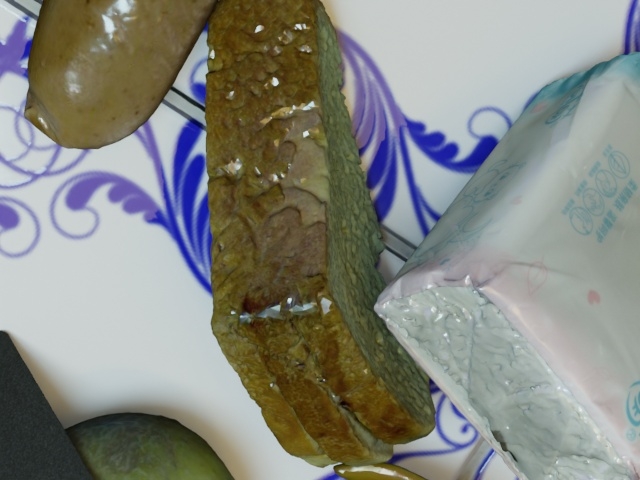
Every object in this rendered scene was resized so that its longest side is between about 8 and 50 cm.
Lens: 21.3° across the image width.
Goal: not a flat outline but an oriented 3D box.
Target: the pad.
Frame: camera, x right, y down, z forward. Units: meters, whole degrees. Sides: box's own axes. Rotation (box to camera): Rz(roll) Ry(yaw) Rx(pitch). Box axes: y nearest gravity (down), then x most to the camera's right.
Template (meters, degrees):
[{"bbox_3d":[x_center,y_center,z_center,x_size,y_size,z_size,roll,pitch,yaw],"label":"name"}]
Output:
[{"bbox_3d":[-0.233,0.168,1.160,0.143,0.211,0.003,-37,141,-2],"label":"pad"}]

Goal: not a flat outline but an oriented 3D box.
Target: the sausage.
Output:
[{"bbox_3d":[-0.084,-0.294,1.124,0.136,0.123,0.500,18,99,13],"label":"sausage"}]

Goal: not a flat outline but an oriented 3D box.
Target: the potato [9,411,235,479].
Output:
[{"bbox_3d":[-0.172,0.231,1.196,0.251,0.159,0.174,-29,77,-13],"label":"potato"}]

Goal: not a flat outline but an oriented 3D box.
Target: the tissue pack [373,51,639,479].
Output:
[{"bbox_3d":[0.187,0.019,1.170,0.201,0.124,0.271,48,52,-11],"label":"tissue pack"}]

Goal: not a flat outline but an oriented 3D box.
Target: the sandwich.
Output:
[{"bbox_3d":[-0.005,0.001,1.194,0.100,0.288,0.254,-14,146,16],"label":"sandwich"}]

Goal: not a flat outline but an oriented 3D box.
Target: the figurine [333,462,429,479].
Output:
[{"bbox_3d":[0.102,0.380,1.188,0.387,0.268,0.401,11,96,6],"label":"figurine"}]
